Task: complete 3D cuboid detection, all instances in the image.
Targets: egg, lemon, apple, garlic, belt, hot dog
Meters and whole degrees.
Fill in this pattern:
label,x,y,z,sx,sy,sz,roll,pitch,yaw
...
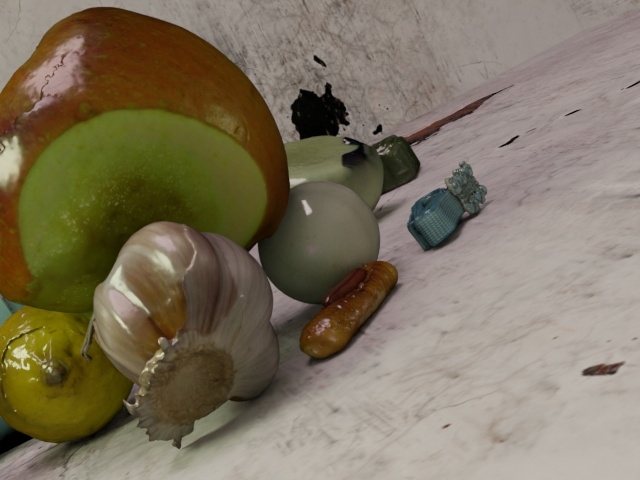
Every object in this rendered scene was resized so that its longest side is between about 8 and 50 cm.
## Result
label,x,y,z,sx,sy,sz,roll,pitch,yaw
egg,0.000,0.000,1.252,0.151,0.151,0.209,-25,7,10
lemon,-0.310,0.151,1.197,0.181,0.180,0.193,-28,36,-12
apple,-0.221,-0.062,1.132,0.374,0.374,0.384,-21,32,36
garlic,-0.161,0.110,0.969,0.257,0.207,0.207,-31,5,25
belt,0.165,-0.040,1.325,0.100,0.065,0.179,-33,7,18
hot dog,0.028,0.069,1.092,0.066,0.047,0.216,-26,7,29

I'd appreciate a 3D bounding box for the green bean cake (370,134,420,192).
label,x,y,z,sx,sy,sz,roll,pitch,yaw
green bean cake,0.106,-0.140,2.091,0.185,0.094,0.183,-30,8,15

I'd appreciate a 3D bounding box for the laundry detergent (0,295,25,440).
label,x,y,z,sx,sy,sz,roll,pitch,yaw
laundry detergent,-0.538,0.175,1.396,0.305,0.287,0.287,-34,10,-39

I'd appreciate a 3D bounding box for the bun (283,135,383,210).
label,x,y,z,sx,sy,sz,roll,pitch,yaw
bun,-0.018,-0.072,1.781,0.283,0.179,0.283,-9,22,4
